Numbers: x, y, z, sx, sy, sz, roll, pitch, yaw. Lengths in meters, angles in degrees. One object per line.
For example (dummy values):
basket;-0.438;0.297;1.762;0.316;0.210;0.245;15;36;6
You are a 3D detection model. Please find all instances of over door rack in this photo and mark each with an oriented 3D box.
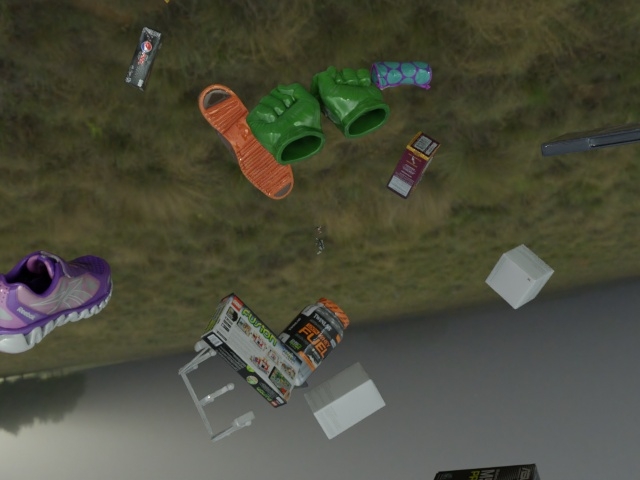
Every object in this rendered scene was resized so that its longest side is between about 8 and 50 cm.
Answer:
over door rack;-0.272;0.406;1.833;0.108;0.239;0.324;-23;167;-29

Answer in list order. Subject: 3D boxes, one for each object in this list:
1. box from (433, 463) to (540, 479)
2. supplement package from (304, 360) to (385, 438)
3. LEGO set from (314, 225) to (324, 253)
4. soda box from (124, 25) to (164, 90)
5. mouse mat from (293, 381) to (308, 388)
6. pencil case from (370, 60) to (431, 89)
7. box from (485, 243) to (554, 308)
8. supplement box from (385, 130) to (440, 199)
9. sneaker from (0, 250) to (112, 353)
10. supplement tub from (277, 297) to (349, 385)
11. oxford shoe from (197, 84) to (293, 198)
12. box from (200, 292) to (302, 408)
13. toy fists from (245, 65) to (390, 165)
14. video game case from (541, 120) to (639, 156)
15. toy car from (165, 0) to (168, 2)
box;0.301;0.530;1.297;0.216;0.060;0.270;-15;-174;27
supplement package;0.065;0.434;1.839;0.179;0.105;0.105;-30;-156;-5
LEGO set;0.001;-0.001;1.989;0.024;0.083;0.054;3;-174;-19
soda box;-0.497;-0.512;1.905;0.053;0.168;0.060;21;-179;-8
mouse mat;-0.123;0.398;1.920;0.153;0.007;0.189;-9;150;6
pencil case;0.196;-0.404;1.656;0.152;0.070;0.064;-8;173;-19
box;0.466;0.084;1.584;0.087;0.102;0.101;-20;145;-40
supplement box;0.292;-0.235;2.136;0.104;0.081;0.188;-48;167;-43
sneaker;-0.363;0.059;0.921;0.095;0.104;0.236;19;-158;12
supplement tub;-0.028;0.229;1.553;0.190;0.117;0.117;-47;-174;-20
oxford shoe;-0.199;-0.272;1.839;0.130;0.363;0.133;-37;-158;-6
box;-0.125;0.209;1.281;0.036;0.207;0.114;-31;-159;31
toy fists;-0.007;-0.255;1.301;0.279;0.142;0.096;-25;149;-19
video game case;0.511;-0.174;1.068;0.275;0.026;0.196;-7;-171;33
toy car;-0.324;-0.562;1.392;0.060;0.122;0.040;-30;-166;-11
